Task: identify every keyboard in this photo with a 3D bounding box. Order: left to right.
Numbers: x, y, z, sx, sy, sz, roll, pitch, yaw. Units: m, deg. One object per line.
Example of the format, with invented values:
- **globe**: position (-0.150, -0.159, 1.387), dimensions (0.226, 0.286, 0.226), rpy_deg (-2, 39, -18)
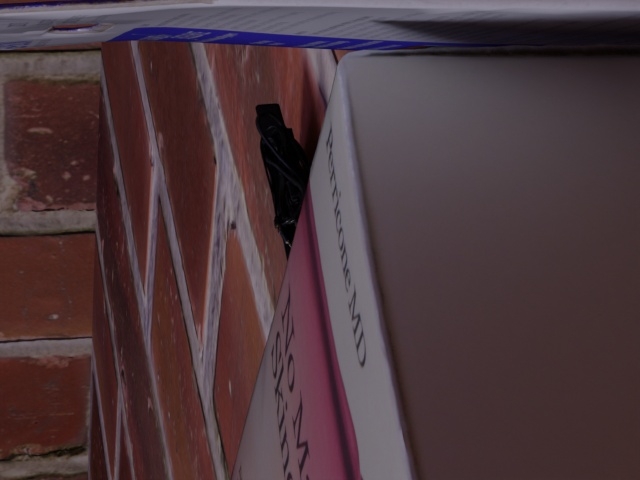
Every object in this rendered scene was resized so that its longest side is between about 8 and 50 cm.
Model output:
- **keyboard**: position (0.000, 0.000, 0.968), dimensions (0.100, 0.038, 0.192), rpy_deg (66, -173, -49)

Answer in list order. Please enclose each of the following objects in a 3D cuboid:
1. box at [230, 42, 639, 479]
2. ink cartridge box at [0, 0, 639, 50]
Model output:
- **box**: position (0.055, 0.075, 0.472), dimensions (0.232, 0.127, 0.148), rpy_deg (105, 160, -54)
- **ink cartridge box**: position (0.010, -0.073, 0.462), dimensions (0.206, 0.208, 0.045), rpy_deg (-163, 71, -77)
